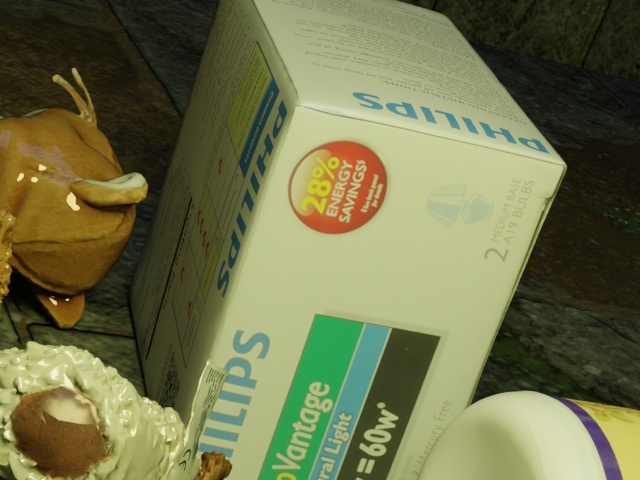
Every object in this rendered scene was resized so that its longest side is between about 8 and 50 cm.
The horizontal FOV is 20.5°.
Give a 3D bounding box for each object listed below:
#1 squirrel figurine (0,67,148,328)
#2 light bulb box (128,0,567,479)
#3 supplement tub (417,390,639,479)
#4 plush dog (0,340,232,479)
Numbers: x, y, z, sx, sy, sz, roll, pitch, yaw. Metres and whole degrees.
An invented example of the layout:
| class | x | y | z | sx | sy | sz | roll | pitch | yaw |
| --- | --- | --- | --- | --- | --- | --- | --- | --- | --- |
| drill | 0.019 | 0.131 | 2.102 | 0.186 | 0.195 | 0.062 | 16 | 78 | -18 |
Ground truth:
| class | x | y | z | sx | sy | sz | roll | pitch | yaw |
| --- | --- | --- | --- | --- | --- | --- | --- | --- | --- |
| squirrel figurine | -0.341 | -0.032 | 1.479 | 0.370 | 0.281 | 0.397 | 26 | 33 | -15 |
| light bulb box | 0.000 | 0.000 | 1.487 | 0.225 | 0.358 | 0.361 | 12 | 23 | -17 |
| supplement tub | 0.250 | 0.245 | 1.270 | 0.331 | 0.241 | 0.241 | 11 | 22 | -24 |
| plush dog | -0.195 | 0.142 | 1.093 | 0.225 | 0.262 | 0.210 | 17 | 24 | 18 |
